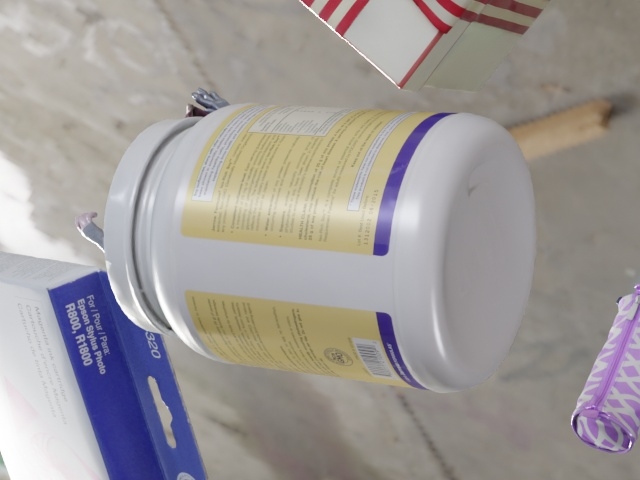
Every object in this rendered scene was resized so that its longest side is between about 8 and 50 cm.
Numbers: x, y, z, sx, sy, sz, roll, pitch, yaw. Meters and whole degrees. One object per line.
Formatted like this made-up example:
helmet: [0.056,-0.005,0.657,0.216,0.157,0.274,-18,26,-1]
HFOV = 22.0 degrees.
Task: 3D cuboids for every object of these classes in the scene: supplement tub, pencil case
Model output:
supplement tub: [0.000,0.000,1.468,0.331,0.241,0.241,6,149,29]
pencil case: [0.364,0.152,1.955,0.086,0.206,0.088,9,144,27]

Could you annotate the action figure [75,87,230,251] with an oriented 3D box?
action figure: [-0.173,-0.004,2.229,0.276,0.370,0.248,25,-162,4]

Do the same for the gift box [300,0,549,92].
gift box: [0.104,-0.320,1.629,0.255,0.276,0.258,38,-162,18]

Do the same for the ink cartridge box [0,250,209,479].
ink cartridge box: [-0.262,0.176,1.765,0.330,0.071,0.324,7,119,50]
